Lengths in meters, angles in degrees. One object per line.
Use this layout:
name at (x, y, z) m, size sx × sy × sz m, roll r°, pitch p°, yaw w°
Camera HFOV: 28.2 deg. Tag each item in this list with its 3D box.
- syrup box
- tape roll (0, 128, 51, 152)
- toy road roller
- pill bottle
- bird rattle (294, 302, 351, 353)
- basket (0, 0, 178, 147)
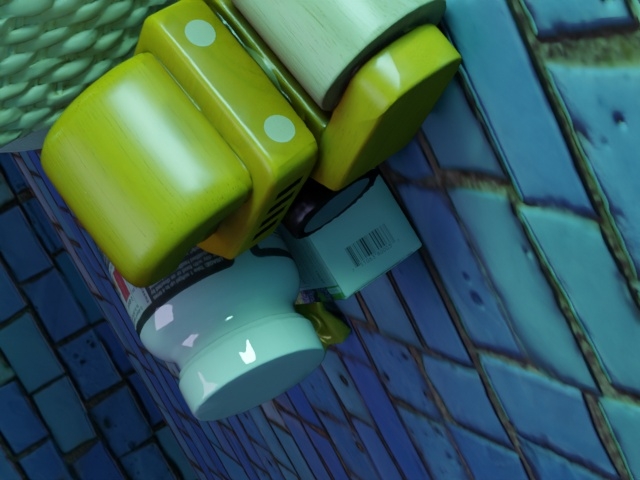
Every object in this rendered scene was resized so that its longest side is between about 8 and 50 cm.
syrup box at (0.000, 0.000, 1.265) m, size 0.096 × 0.093 × 0.237 m, roll 58°, pitch 162°, yaw -5°
tape roll at (-0.352, -0.231, 1.229) m, size 0.392 × 0.392 × 0.072 m, roll 47°, pitch 134°, yaw 29°
toy road roller at (-0.070, -0.101, 0.965) m, size 0.202 × 0.241 × 0.329 m, roll 50°, pitch 151°, yaw 9°
pill bottle at (-0.115, 0.014, 1.179) m, size 0.278 × 0.162 × 0.162 m, roll 62°, pitch 165°, yaw 19°
bird rattle at (-0.089, 0.066, 1.469) m, size 0.143 × 0.207 × 0.253 m, roll 8°, pitch 140°, yaw 44°
basket at (-0.271, -0.265, 0.996) m, size 0.266 × 0.331 × 0.328 m, roll 41°, pitch 131°, yaw 16°
